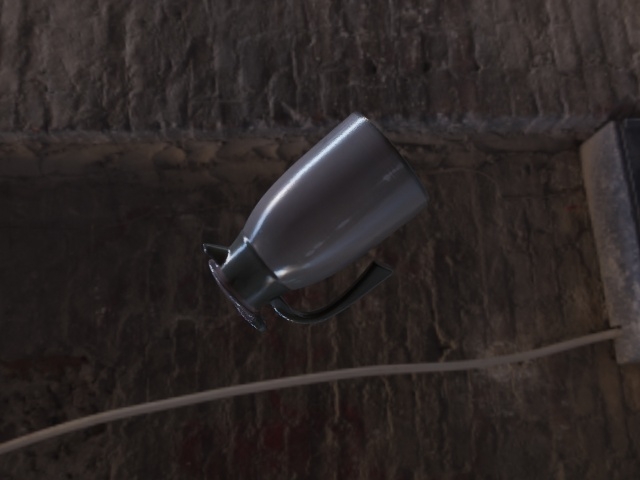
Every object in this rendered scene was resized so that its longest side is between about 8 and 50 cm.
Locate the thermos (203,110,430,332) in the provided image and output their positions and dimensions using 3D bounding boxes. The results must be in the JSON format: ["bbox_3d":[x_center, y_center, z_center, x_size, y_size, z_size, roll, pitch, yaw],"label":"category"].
[{"bbox_3d":[0.000,0.000,0.540,0.137,0.193,0.105,49,-178,-21],"label":"thermos"}]
